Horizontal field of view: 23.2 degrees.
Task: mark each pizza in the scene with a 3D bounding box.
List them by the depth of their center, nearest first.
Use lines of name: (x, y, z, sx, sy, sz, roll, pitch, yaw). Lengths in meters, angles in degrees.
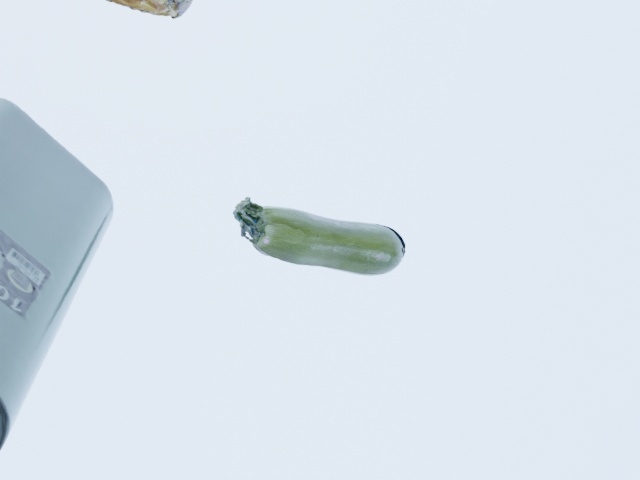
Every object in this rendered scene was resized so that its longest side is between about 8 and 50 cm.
pizza: (-0.083, -0.110, 0.667, 0.083, 0.037, 0.016, 20, -92, 43)

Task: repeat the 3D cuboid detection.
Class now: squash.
squash: (0.000, 0.000, 1.399, 0.052, 0.183, 0.052, -19, -114, 51)

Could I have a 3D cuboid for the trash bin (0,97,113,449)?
trash bin: (-0.268, 0.052, 0.968, 0.223, 0.158, 0.343, -44, -168, 19)
